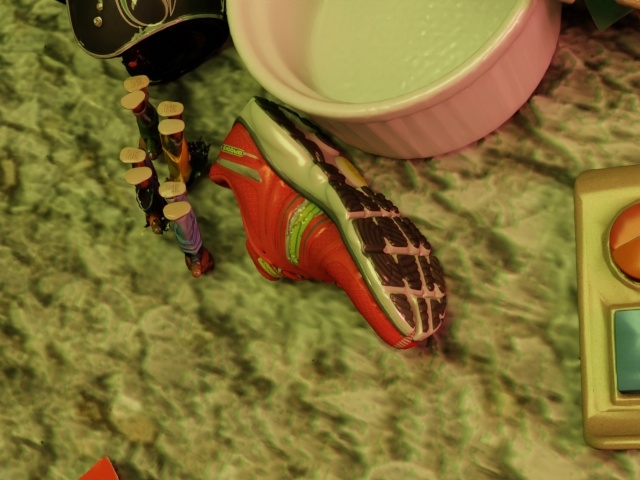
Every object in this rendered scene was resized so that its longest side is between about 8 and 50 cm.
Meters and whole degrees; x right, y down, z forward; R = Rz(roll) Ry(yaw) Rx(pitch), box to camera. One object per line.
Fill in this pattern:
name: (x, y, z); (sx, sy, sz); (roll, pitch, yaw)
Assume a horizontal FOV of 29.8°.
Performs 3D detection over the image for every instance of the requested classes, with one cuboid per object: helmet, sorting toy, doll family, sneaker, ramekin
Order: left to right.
helmet: (-0.174, -0.243, 1.134); (0.169, 0.169, 0.162); (-28, 78, 13)
doll family: (-0.135, -0.051, 1.074); (0.076, 0.111, 0.193); (-2, 58, 0)
sneaker: (0.000, 0.000, 1.014); (0.118, 0.107, 0.279); (-52, 54, 20)
ramekin: (0.071, -0.205, 1.022); (0.277, 0.135, 0.277); (-8, 67, 21)
sorting toy: (0.337, 0.033, 0.863); (0.307, 0.041, 0.229); (-6, 68, 23)

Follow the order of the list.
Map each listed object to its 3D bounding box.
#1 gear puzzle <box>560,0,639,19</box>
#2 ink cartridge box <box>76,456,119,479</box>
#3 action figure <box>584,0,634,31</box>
gear puzzle: (0.217, -0.244, 0.908); (0.338, 0.044, 0.176); (15, 74, -8)
ink cartridge box: (-0.209, 0.321, 0.985); (0.189, 0.066, 0.232); (-40, 63, 10)
action figure: (0.220, -0.305, 0.977); (0.137, 0.063, 0.232); (-34, 93, 8)
